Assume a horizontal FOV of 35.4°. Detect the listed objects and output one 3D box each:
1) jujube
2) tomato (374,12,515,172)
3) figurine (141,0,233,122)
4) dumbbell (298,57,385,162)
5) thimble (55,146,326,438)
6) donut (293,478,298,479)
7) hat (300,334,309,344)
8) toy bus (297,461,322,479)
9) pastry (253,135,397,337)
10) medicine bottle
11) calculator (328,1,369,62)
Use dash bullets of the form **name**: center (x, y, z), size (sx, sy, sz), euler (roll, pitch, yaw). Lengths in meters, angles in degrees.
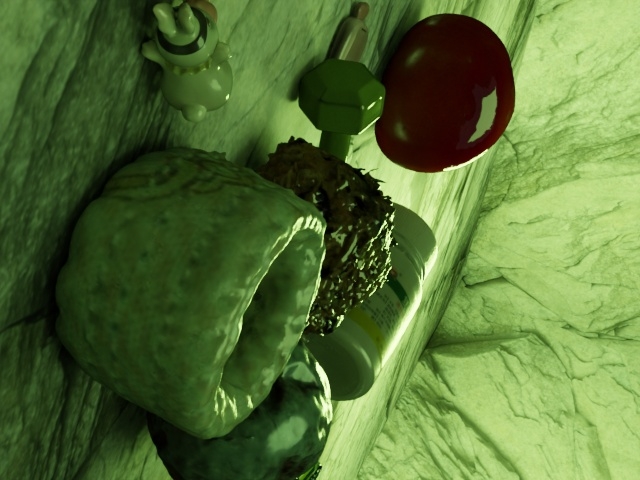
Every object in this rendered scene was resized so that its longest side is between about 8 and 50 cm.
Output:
- **jujube**: center (-0.106, 0.226, 1.332), size (0.246, 0.215, 0.308), euler (-22, 162, -17)
- **tomato**: center (0.230, -0.257, 1.792), size (0.298, 0.226, 0.298), euler (-54, 160, -30)
- **figurine**: center (-0.132, -0.194, 0.953), size (0.146, 0.081, 0.098), euler (83, -10, -54)
- **dumbbell**: center (0.016, -0.117, 1.463), size (0.121, 0.108, 0.302), euler (-41, 152, -41)
- **thimble**: center (-0.125, 0.046, 1.058), size (0.291, 0.195, 0.291), euler (-57, 163, -28)
- **donut**: center (-0.168, 0.434, 1.416), size (0.345, 0.259, 0.136), euler (-47, 126, -75)
- **hat**: center (-0.108, 0.193, 1.618), size (0.147, 0.085, 0.175), euler (-48, -177, -19)
- **toy bus**: center (-0.086, 0.475, 1.946), size (0.150, 0.128, 0.262), euler (-46, 158, -27)
- **pastry**: center (0.000, 0.000, 1.326), size (0.275, 0.193, 0.275), euler (-14, 108, -51)
- **medicine bottle**: center (0.067, 0.097, 1.780), size (0.339, 0.208, 0.208), euler (-54, 161, -40)
- **calculator**: center (0.037, -0.273, 1.480), size (0.166, 0.024, 0.103), euler (-67, 165, 8)
